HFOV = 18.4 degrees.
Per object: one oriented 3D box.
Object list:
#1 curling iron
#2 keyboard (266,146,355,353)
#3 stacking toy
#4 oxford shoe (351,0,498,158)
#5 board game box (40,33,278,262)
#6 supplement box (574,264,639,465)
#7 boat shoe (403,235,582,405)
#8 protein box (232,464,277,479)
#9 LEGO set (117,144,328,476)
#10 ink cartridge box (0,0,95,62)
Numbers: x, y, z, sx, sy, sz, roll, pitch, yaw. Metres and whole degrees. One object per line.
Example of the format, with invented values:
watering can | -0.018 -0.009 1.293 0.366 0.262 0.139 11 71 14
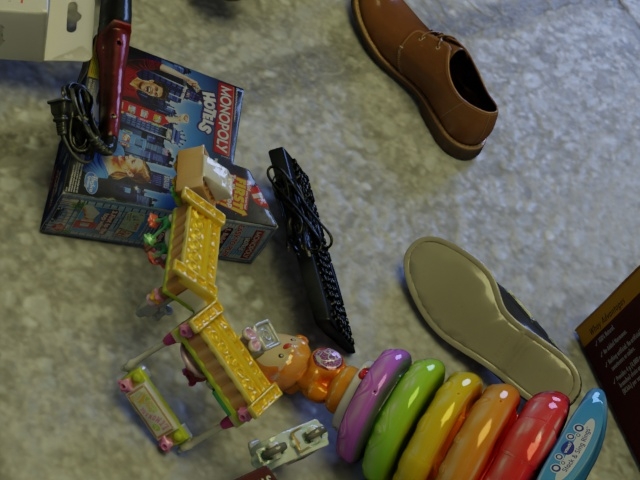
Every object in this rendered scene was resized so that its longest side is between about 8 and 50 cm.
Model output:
curling iron | -0.186 -0.179 1.716 0.068 0.035 0.274 49 35 -39
keyboard | 0.000 0.000 1.748 0.100 0.038 0.192 41 28 -55
stacking toy | 0.074 0.153 1.650 0.302 0.166 0.175 28 50 12
oxford shoe | 0.110 -0.186 1.965 0.076 0.076 0.212 -23 68 -38
board game box | -0.131 -0.065 1.738 0.194 0.060 0.194 21 48 -16
supplement box | 0.365 0.109 1.803 0.129 0.191 0.194 -5 59 -33
boat shoe | 0.156 0.079 1.811 0.206 0.075 0.065 44 3 14
protein box | -0.072 0.306 1.385 0.136 0.201 0.200 -21 69 -40
LEGO set | -0.107 0.066 1.612 0.132 0.107 0.287 0 62 -54
ink cartridge box | -0.294 -0.221 1.724 0.198 0.067 0.115 4 52 -9
